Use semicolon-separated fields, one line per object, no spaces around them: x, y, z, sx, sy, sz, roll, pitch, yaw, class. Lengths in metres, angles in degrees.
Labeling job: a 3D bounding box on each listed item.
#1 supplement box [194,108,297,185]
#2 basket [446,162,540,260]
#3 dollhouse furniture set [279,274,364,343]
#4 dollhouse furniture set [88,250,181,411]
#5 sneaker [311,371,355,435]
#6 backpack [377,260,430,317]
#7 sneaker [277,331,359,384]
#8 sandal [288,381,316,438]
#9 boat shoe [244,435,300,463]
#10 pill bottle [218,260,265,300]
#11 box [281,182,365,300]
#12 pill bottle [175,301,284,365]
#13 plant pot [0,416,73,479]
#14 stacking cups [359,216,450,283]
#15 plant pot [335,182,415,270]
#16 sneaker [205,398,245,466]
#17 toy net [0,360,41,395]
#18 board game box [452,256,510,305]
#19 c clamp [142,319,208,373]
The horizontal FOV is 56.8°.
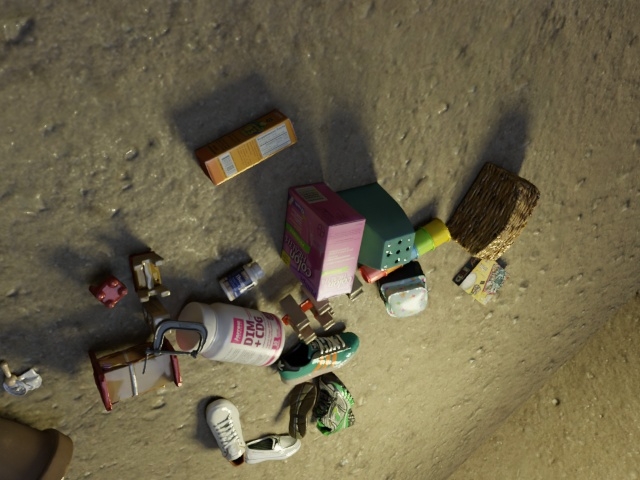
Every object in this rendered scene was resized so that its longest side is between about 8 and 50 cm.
-0.178;-0.227;1.431;0.233;0.078;0.080;-30;131;-15;supplement box
0.619;-0.076;2.018;0.223;0.213;0.299;15;112;-41;basket
-0.008;0.172;1.797;0.259;0.135;0.262;-36;160;-8;dollhouse furniture set
-0.492;0.219;1.516;0.201;0.152;0.374;-13;111;-27;dollhouse furniture set
0.038;0.607;2.160;0.146;0.134;0.344;-28;134;-20;sneaker
0.285;0.178;2.010;0.165;0.144;0.188;-16;139;1;backpack
-0.002;0.374;1.981;0.302;0.108;0.121;-24;137;-17;sneaker
-0.065;0.605;2.126;0.089;0.060;0.220;9;102;7;sandal
-0.171;0.751;2.155;0.226;0.083;0.076;-9;127;-30;boat shoe
-0.219;0.111;1.658;0.120;0.067;0.067;-33;135;-12;pill bottle
0.000;0.000;1.629;0.117;0.213;0.243;-12;128;-29;box
-0.253;0.264;1.678;0.283;0.160;0.160;18;109;-43;pill bottle
-0.791;0.547;1.469;0.263;0.263;0.229;-41;117;-3;plant pot
0.277;0.044;1.949;0.316;0.096;0.096;-33;135;-10;stacking cups
0.154;-0.028;1.704;0.165;0.234;0.166;-15;129;-26;plant pot
-0.296;0.641;1.958;0.105;0.123;0.290;-25;132;-16;sneaker
-0.792;0.348;1.436;0.122;0.045;0.232;-50;136;5;toy net
0.633;0.147;2.317;0.165;0.042;0.243;-50;135;6;board game box
-0.366;0.267;1.502;0.160;0.022;0.137;3;97;-29;c clamp
